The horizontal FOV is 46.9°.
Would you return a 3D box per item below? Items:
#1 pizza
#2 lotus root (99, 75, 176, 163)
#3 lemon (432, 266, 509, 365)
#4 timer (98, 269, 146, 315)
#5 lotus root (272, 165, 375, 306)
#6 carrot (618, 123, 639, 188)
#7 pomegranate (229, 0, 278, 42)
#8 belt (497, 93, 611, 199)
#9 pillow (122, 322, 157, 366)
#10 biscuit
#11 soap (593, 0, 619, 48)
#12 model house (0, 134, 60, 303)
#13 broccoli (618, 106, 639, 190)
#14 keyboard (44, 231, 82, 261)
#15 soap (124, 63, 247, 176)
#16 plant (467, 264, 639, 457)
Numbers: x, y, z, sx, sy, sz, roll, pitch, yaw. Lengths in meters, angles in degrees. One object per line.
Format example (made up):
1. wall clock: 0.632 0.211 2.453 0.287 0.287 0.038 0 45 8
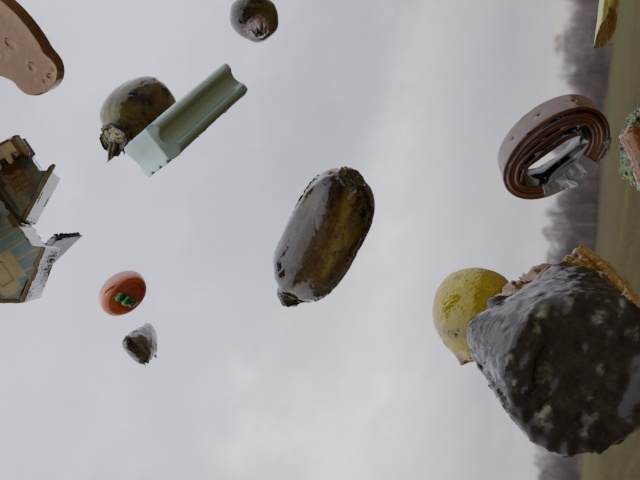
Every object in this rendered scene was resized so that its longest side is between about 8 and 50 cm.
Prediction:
1. pizza: 0.440 0.130 1.291 0.409 0.278 0.114 -57 -26 -55
2. lotus root: -0.447 -0.295 1.757 0.278 0.154 0.154 -62 -31 -46
3. lemon: 0.403 0.184 1.923 0.228 0.228 0.253 60 -158 -57
4. timer: -0.504 0.141 1.892 0.099 0.136 0.136 46 -134 -33
5. lotus root: 0.000 0.000 1.826 0.397 0.196 0.179 -61 0 25
6. carrot: 0.564 -0.114 1.256 0.186 0.060 0.060 69 -165 15
7. pomegranate: -0.183 -0.592 2.003 0.138 0.126 0.163 36 -135 -38
8. belt: 0.527 -0.206 1.674 0.184 0.261 0.105 43 -155 -20
9. pillow: -0.436 0.260 1.817 0.093 0.051 0.241 62 180 -1
10. biscuit: -0.381 -0.240 0.904 0.140 0.118 0.023 59 -142 -26
11. soap: 0.481 -0.384 1.232 0.089 0.033 0.168 54 -133 -58
12. model house: -0.468 0.003 1.037 0.206 0.271 0.178 59 167 -7
13. broccoli: 0.689 -0.177 1.414 0.180 0.273 0.242 -9 -60 -41
14. keyboard: -0.670 0.026 1.844 0.072 0.231 0.023 -11 -104 -42
15. soap: -0.222 -0.200 1.223 0.066 0.119 0.198 49 -125 -14
16. plant: 0.326 0.148 1.013 0.213 0.215 0.312 58 -170 -3
